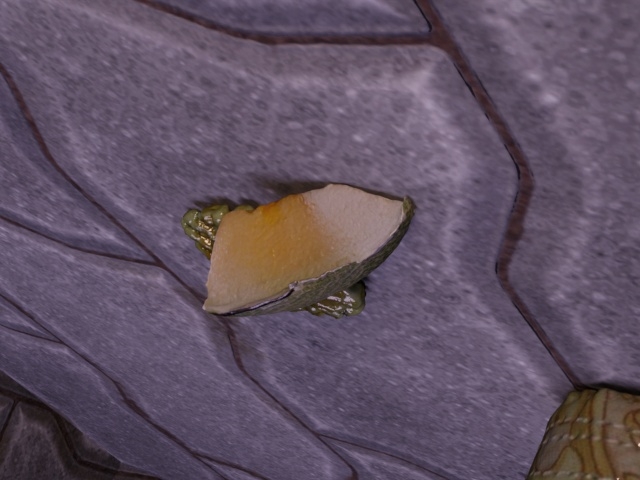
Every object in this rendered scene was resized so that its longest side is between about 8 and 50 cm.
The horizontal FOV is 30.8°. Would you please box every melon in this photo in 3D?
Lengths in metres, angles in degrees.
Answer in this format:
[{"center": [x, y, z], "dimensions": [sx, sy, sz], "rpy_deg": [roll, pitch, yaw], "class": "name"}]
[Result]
[{"center": [0.003, 0.004, 0.968], "dimensions": [0.202, 0.093, 0.139], "rpy_deg": [-22, 164, 27], "class": "melon"}]

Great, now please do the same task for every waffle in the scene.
[{"center": [-0.046, 0.021, 1.101], "dimensions": [0.169, 0.036, 0.183], "rpy_deg": [42, 154, -30], "class": "waffle"}]

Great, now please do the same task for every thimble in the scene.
[{"center": [0.260, 0.224, 1.057], "dimensions": [0.137, 0.143, 0.190], "rpy_deg": [36, 157, -22], "class": "thimble"}]
